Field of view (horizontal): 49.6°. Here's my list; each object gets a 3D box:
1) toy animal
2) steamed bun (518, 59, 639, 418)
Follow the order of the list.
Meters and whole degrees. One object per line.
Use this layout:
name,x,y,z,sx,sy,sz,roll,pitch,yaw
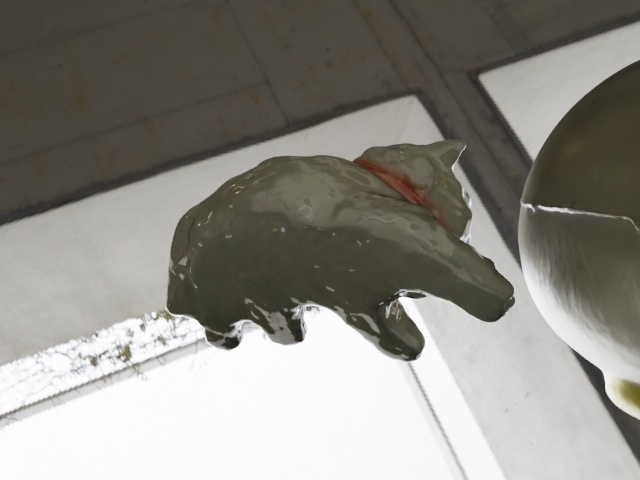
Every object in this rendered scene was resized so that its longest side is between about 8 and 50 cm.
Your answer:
toy animal,0.000,0.000,0.686,0.266,0.308,0.188,24,-126,-14
steamed bun,0.340,-0.009,0.537,0.333,0.374,0.334,-5,-80,-28
